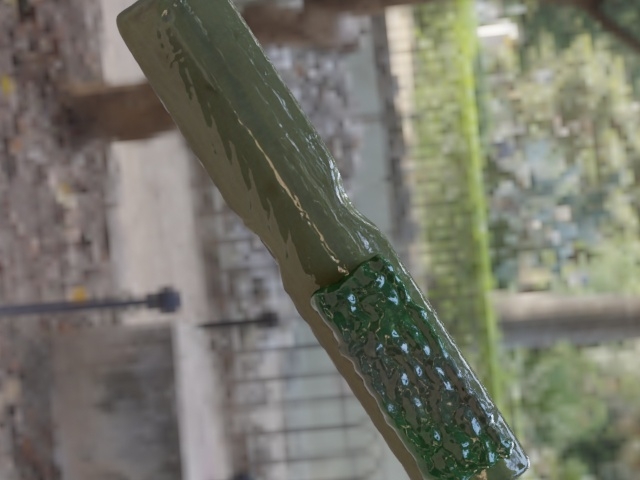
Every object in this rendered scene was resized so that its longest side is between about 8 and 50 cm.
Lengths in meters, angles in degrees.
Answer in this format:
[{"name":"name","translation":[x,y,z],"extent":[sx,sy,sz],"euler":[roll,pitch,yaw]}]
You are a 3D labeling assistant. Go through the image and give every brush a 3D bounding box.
[{"name":"brush","translation":[0.000,0.000,0.890],"extent":[0.282,0.054,0.048],"euler":[57,-1,4]}]
